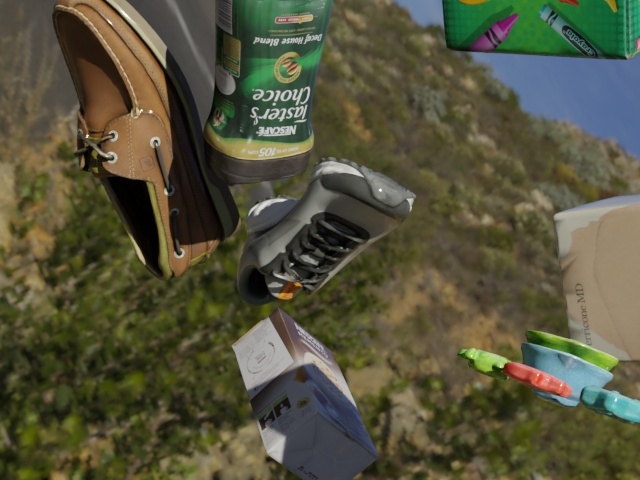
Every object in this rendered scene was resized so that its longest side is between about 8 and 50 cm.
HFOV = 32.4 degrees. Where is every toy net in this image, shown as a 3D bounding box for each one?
[{"bbox_3d":[0.201,0.095,0.700,0.122,0.045,0.232,26,-9,-37],"label":"toy net"}]

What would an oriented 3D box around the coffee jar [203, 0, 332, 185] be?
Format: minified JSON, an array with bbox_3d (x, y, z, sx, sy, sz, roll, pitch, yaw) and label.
[{"bbox_3d":[-0.048,-0.139,0.954,0.079,0.096,0.184,41,-47,44],"label":"coffee jar"}]

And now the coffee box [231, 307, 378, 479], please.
[{"bbox_3d":[-0.027,0.229,1.593,0.141,0.098,0.246,43,12,-34],"label":"coffee box"}]

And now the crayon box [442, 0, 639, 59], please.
[{"bbox_3d":[0.247,-0.227,0.934,0.165,0.278,0.081,12,-61,40],"label":"crayon box"}]

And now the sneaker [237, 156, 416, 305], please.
[{"bbox_3d":[0.000,0.000,1.064,0.271,0.100,0.108,-29,-142,58],"label":"sneaker"}]

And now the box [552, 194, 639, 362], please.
[{"bbox_3d":[0.365,0.023,0.924,0.311,0.121,0.148,-8,-87,45],"label":"box"}]

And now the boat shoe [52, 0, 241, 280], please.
[{"bbox_3d":[-0.177,-0.095,1.052,0.110,0.104,0.307,11,-44,48],"label":"boat shoe"}]
